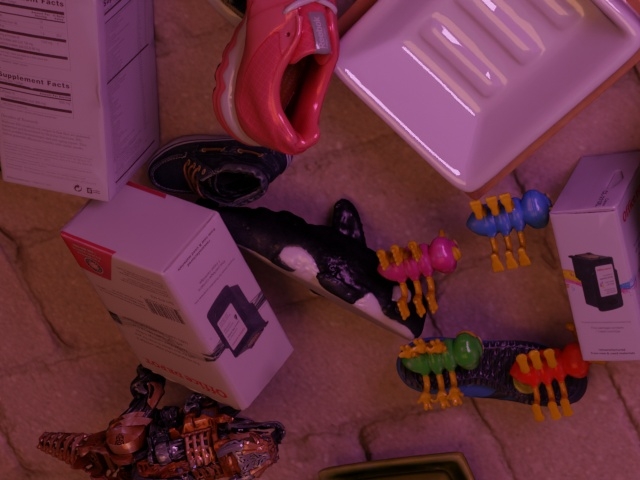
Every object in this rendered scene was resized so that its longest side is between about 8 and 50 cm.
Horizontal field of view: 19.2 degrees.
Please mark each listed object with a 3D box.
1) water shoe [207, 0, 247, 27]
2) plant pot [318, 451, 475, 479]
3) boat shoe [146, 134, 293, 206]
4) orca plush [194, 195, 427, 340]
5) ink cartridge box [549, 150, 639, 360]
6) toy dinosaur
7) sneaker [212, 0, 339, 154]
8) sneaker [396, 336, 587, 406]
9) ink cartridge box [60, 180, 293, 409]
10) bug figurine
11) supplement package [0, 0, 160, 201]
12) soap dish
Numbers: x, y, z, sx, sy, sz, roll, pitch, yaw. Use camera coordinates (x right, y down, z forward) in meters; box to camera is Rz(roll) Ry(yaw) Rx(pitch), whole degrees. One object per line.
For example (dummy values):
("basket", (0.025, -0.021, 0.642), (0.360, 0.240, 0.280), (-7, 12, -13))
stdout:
("water shoe", (-0.091, -0.287, 1.921), (0.203, 0.073, 0.080), (43, 126, -7))
("plant pot", (0.088, 0.372, 2.178), (0.228, 0.207, 0.227), (-11, 115, 30))
("boat shoe", (-0.125, -0.074, 2.066), (0.183, 0.083, 0.065), (-9, 116, 29))
("orca plush", (0.000, 0.000, 2.080), (0.287, 0.102, 0.151), (26, 173, 20))
("ink cartridge box", (0.296, 0.015, 1.904), (0.072, 0.127, 0.175), (-3, 118, 27))
("toy dinosaur", (-0.186, 0.218, 2.198), (0.322, 0.218, 0.164), (13, 126, 16))
("sneaker", (-0.017, -0.229, 1.809), (0.136, 0.116, 0.314), (35, 124, 55))
("sneaker", (0.188, 0.142, 2.085), (0.209, 0.082, 0.069), (5, 87, 4))
("ink cartridge box", (-0.156, 0.059, 2.088), (0.172, 0.100, 0.237), (19, 149, 39))
("bug figurine", (0.174, 0.063, 1.978), (0.216, 0.072, 0.279), (-10, 119, 14))
("supplement package", (-0.262, -0.188, 2.022), (0.134, 0.139, 0.244), (11, 123, 17))
("soap dish", (0.167, -0.206, 1.826), (0.229, 0.118, 0.291), (43, 128, -6))
